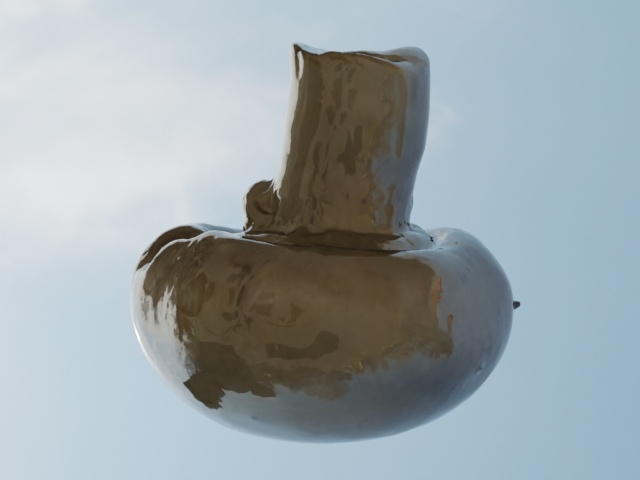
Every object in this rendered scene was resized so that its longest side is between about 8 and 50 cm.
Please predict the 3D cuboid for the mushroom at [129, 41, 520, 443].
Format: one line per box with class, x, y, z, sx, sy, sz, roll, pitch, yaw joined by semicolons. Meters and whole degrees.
mushroom;0.000;0.000;0.992;0.292;0.292;0.290;3;-86;27
